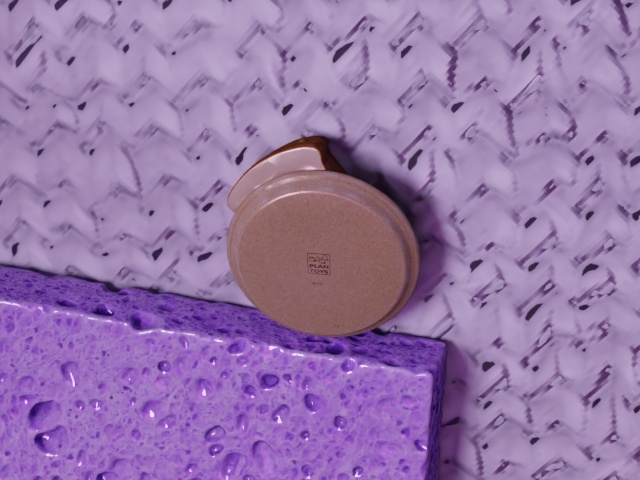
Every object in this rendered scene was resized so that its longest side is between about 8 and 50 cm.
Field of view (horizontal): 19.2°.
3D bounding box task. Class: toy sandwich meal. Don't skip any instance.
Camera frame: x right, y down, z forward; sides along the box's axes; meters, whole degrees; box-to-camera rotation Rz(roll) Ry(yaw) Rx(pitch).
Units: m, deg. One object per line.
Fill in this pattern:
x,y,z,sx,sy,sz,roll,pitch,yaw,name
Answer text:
0.000,0.000,0.748,0.086,0.029,0.085,5,122,8,toy sandwich meal

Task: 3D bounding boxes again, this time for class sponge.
-0.053,0.080,0.804,0.210,0.031,0.117,10,121,10,sponge
